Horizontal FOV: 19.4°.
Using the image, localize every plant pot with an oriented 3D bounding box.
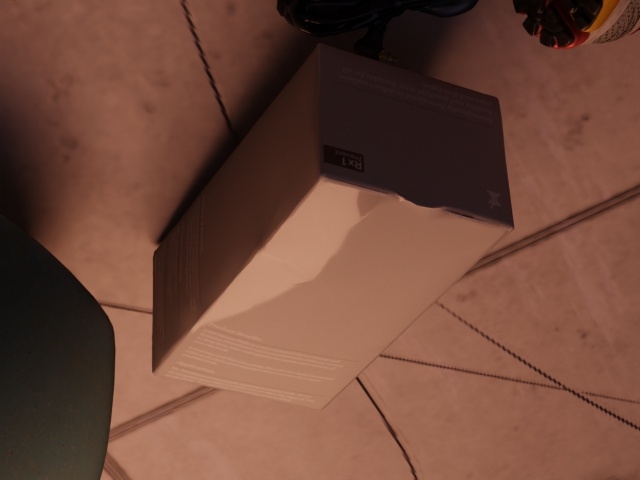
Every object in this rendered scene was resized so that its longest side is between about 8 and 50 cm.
[{"bbox_3d":[-0.234,0.083,1.095,0.195,0.290,0.290,-51,131,-16],"label":"plant pot"}]

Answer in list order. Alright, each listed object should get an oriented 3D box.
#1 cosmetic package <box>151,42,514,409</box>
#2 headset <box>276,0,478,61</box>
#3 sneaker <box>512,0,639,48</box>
[{"bbox_3d":[0.000,0.000,1.114,0.127,0.107,0.238,16,140,-25],"label":"cosmetic package"},{"bbox_3d":[0.024,-0.214,0.911,0.185,0.243,0.394,-10,157,11],"label":"headset"},{"bbox_3d":[0.188,-0.211,1.043,0.092,0.088,0.225,-5,132,-44],"label":"sneaker"}]
